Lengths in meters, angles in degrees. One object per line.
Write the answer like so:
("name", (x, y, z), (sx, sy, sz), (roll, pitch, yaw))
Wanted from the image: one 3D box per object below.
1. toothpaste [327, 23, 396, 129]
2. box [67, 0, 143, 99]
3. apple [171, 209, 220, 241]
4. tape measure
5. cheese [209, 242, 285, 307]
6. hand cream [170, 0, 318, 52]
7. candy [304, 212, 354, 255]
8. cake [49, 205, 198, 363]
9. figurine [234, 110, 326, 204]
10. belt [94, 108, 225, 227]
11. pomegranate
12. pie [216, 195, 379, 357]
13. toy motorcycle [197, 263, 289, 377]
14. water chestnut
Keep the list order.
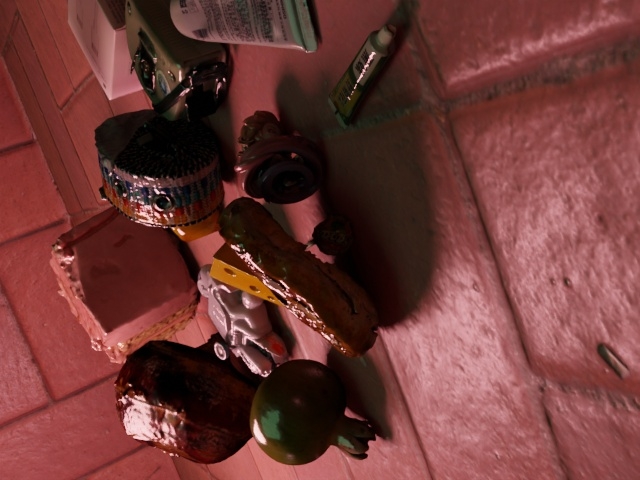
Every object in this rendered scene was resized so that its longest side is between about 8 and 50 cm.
("toothpaste", (0.047, -0.188, 0.922), (0.049, 0.031, 0.204), (62, 159, 8))
("box", (-0.398, -0.426, 1.543), (0.203, 0.106, 0.252), (60, 157, 10))
("apple", (-0.253, -0.049, 1.587), (0.114, 0.102, 0.099), (-5, 109, 66))
("tape measure", (-0.242, -0.283, 1.335), (0.235, 0.115, 0.207), (54, 151, 25))
("cheese", (-0.087, 0.055, 1.388), (0.171, 0.126, 0.093), (39, 152, 9))
("hand cream", (-0.115, -0.323, 1.112), (0.340, 0.077, 0.124), (16, 126, 50))
("candy", (0.000, 0.000, 1.188), (0.061, 0.060, 0.201), (66, 164, -1))
("cake", (-0.477, 0.107, 1.974), (0.314, 0.293, 0.307), (54, 157, 10))
("figurine", (-0.075, -0.116, 1.145), (0.157, 0.126, 0.114), (41, 103, 42))
("belt", (-0.293, -0.136, 1.464), (0.257, 0.207, 0.150), (36, 141, 36))
("pomegranate", (-0.024, 0.302, 1.346), (0.210, 0.179, 0.179), (42, 147, 41))
("pie", (-0.028, 0.054, 1.132), (0.308, 0.085, 0.308), (40, 172, 7))
("toy motorcycle", (-0.151, 0.139, 1.559), (0.260, 0.110, 0.171), (53, 142, 15))
("water chestnut", (-0.290, 0.338, 1.828), (0.350, 0.302, 0.350), (21, 162, 7))
